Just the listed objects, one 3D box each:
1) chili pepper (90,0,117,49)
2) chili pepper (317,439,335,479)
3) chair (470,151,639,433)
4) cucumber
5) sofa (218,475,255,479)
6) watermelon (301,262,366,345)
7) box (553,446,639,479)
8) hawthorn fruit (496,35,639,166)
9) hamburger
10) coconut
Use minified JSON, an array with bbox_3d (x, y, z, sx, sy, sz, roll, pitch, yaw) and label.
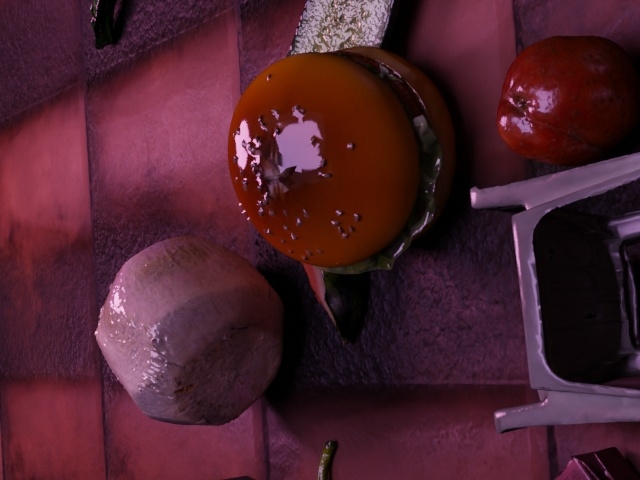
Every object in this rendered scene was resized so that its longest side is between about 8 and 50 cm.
[{"bbox_3d":[-0.352,-0.451,1.744,0.122,0.065,0.278,-14,84,50],"label":"chili pepper"},{"bbox_3d":[0.008,0.278,1.313,0.030,0.017,0.083,11,99,52],"label":"chili pepper"},{"bbox_3d":[0.224,0.048,0.888,0.275,0.191,0.203,-10,82,46],"label":"chair"},{"bbox_3d":[0.043,-0.241,1.201,0.115,0.063,0.243,37,123,21],"label":"cucumber"},{"bbox_3d":[-0.121,0.390,1.438,0.060,0.085,0.147,15,103,56],"label":"sofa"},{"bbox_3d":[-0.006,0.002,1.296,0.245,0.063,0.119,66,152,26],"label":"watermelon"},{"bbox_3d":[0.235,0.268,0.962,0.111,0.060,0.156,59,138,34],"label":"box"},{"bbox_3d":[0.208,-0.118,0.938,0.128,0.128,0.128,3,94,54],"label":"hawthorn fruit"},{"bbox_3d":[0.012,-0.081,1.125,0.246,0.170,0.246,11,108,37],"label":"hamburger"},{"bbox_3d":[-0.169,0.110,1.386,0.230,0.227,0.227,42,124,44],"label":"coconut"}]
